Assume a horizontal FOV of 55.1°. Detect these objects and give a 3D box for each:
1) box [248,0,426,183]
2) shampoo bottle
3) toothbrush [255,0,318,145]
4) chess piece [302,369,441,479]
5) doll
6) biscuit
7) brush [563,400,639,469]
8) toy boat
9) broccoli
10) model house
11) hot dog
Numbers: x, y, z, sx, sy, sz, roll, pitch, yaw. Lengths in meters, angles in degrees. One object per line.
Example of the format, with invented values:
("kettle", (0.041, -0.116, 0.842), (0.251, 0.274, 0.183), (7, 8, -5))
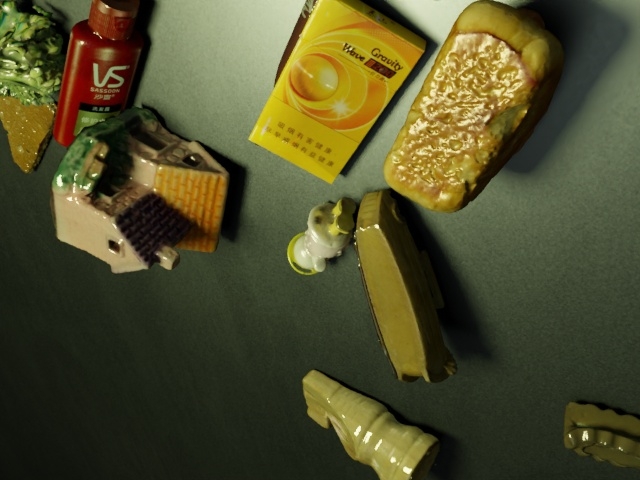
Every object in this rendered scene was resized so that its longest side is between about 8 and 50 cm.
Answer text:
("box", (0.014, -0.209, 0.873), (0.152, 0.043, 0.269), (27, 134, -11))
("shampoo bottle", (-0.377, -0.284, 1.050), (0.314, 0.118, 0.076), (-53, 50, 44))
("toothbrush", (-0.033, -0.270, 0.885), (0.041, 0.041, 0.364), (37, 133, 5))
("chess piece", (0.084, 0.376, 1.235), (0.300, 0.137, 0.137), (31, 134, 28))
("doll", (0.000, 0.000, 1.012), (0.081, 0.129, 0.207), (16, 151, -14))
("biscuit", (-0.625, -0.249, 1.293), (0.131, 0.026, 0.237), (48, 134, -3))
("brush", (0.526, 0.328, 0.934), (0.300, 0.084, 0.071), (15, 127, 17))
("toy boat", (0.135, 0.074, 0.971), (0.089, 0.121, 0.321), (-12, 100, 38))
("broccoli", (-0.548, -0.284, 1.050), (0.198, 0.275, 0.177), (24, 130, 2))
("model house", (-0.295, -0.075, 1.068), (0.237, 0.237, 0.202), (27, 126, 8))
("hot dog", (0.187, -0.164, 0.744), (0.150, 0.153, 0.257), (36, 132, 12))
